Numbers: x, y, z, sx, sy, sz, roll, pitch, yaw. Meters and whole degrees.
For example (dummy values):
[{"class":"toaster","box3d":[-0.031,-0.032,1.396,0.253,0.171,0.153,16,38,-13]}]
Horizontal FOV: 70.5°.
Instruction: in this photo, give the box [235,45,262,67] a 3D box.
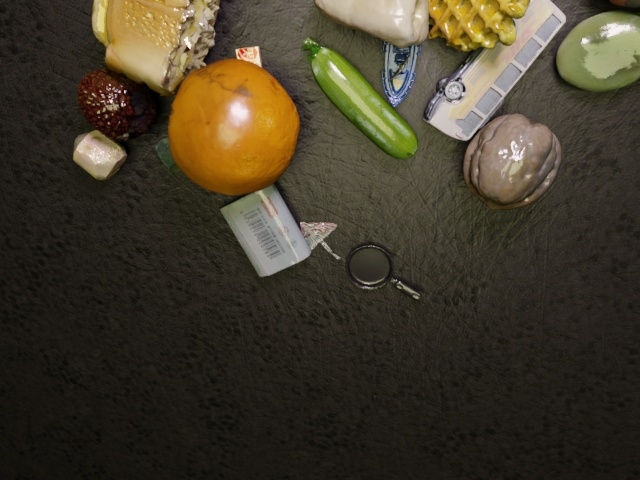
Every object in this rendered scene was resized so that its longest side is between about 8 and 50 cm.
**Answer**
[{"class":"box","box3d":[-0.175,-0.432,1.133,0.058,0.015,0.092,-5,110,7]}]

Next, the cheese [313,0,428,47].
[{"class":"cheese","box3d":[0.111,-0.552,0.948,0.248,0.174,0.251,19,122,25]}]

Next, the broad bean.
[{"class":"broad bean","box3d":[0.645,-0.419,0.993,0.228,0.100,0.169,-21,99,16]}]

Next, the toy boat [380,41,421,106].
[{"class":"toy boat","box3d":[0.182,-0.399,1.051,0.091,0.110,0.174,7,113,7]}]

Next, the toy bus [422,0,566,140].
[{"class":"toy bus","box3d":[0.384,-0.391,1.038,0.138,0.097,0.342,32,110,-12]}]

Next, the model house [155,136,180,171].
[{"class":"model house","box3d":[-0.393,-0.239,1.217,0.079,0.066,0.083,-37,84,29]}]

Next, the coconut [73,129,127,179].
[{"class":"coconut","box3d":[-0.595,-0.235,1.209,0.122,0.116,0.116,38,110,-12]}]

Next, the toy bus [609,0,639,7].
[{"class":"toy bus","box3d":[0.661,-0.590,0.881,0.232,0.194,0.287,-3,110,17]}]

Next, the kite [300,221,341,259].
[{"class":"kite","box3d":[0.000,0.000,1.277,0.157,0.011,0.139,45,111,-9]}]

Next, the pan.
[{"class":"pan","box3d":[0.181,0.101,1.280,0.235,0.028,0.136,32,112,-2]}]

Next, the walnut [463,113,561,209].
[{"class":"walnut","box3d":[0.438,-0.176,1.052,0.225,0.224,0.224,2,111,6]}]

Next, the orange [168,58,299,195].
[{"class":"orange","box3d":[-0.198,-0.258,1.051,0.313,0.312,0.311,2,111,6]}]

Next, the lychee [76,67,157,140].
[{"class":"lychee","box3d":[-0.507,-0.342,1.128,0.188,0.188,0.187,2,111,6]}]

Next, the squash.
[{"class":"squash","box3d":[0.094,-0.334,1.093,0.379,0.101,0.101,43,110,-14]}]

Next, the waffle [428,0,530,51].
[{"class":"waffle","box3d":[0.303,-0.539,0.899,0.060,0.307,0.311,-21,133,-29]}]

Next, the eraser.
[{"class":"eraser","box3d":[-0.152,-0.028,1.247,0.174,0.081,0.226,-23,107,20]}]

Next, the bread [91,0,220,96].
[{"class":"bread","box3d":[-0.366,-0.505,1.037,0.270,0.211,0.315,24,103,6]}]
